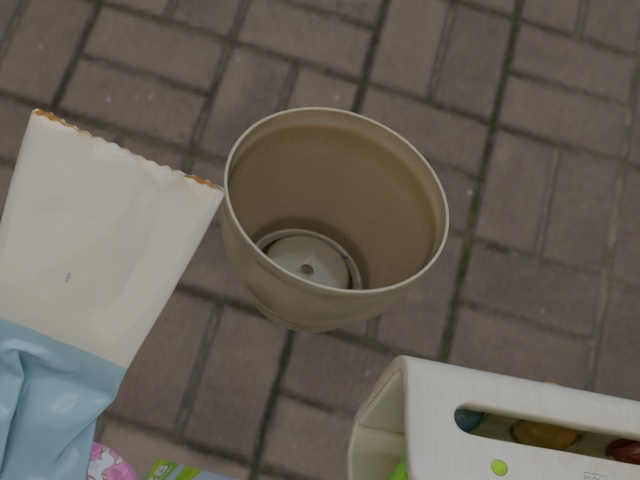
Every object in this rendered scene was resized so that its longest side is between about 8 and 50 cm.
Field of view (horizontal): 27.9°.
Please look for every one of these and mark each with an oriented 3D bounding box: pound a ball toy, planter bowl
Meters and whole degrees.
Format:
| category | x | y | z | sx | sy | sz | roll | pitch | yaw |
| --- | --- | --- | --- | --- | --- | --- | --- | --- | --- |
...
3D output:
| category | x | y | z | sx | sy | sz | roll | pitch | yaw |
| --- | --- | --- | --- | --- | --- | --- | --- | --- | --- |
| pound a ball toy | 0.201 | 0.146 | 0.905 | 0.319 | 0.208 | 0.136 | 11 | 51 | -14 |
| planter bowl | 0.000 | 0.000 | 0.933 | 0.162 | 0.109 | 0.162 | 8 | 52 | -11 |

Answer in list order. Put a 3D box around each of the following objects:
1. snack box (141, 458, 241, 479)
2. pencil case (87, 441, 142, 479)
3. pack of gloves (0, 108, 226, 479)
| category | x | y | z | sx | sy | sz | roll | pitch | yaw |
| --- | --- | --- | --- | --- | --- | --- | --- | --- | --- |
| snack box | -0.092 | 0.223 | 0.678 | 0.070 | 0.174 | 0.207 | 48 | 66 | -20 |
| pencil case | -0.333 | 0.383 | 1.422 | 0.167 | 0.160 | 0.386 | 29 | 33 | 3 |
| pack of gloves | -0.173 | 0.031 | 0.559 | 0.195 | 0.232 | 0.046 | 22 | 23 | -10 |
